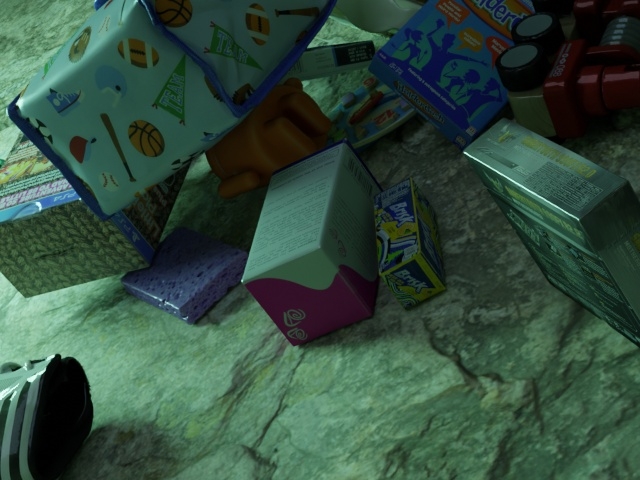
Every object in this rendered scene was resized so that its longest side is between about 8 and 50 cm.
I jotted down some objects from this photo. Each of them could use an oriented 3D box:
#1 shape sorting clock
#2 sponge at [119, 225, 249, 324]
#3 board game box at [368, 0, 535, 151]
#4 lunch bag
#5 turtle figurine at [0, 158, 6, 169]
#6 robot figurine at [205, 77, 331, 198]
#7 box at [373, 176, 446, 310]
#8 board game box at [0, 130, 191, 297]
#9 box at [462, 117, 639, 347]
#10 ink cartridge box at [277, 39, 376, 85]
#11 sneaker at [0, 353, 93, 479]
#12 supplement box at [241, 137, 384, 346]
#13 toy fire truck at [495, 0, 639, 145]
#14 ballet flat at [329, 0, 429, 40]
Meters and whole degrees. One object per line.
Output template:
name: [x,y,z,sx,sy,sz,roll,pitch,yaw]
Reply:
shape sorting clock: [0.081,-0.188,1.935,0.206,0.040,0.206,-27,28,16]
sponge: [-0.179,0.043,1.878,0.117,0.031,0.210,-43,26,-16]
board game box: [0.187,-0.236,1.760,0.210,0.160,0.047,-47,-6,-20]
lunch bag: [-0.168,-0.261,1.840,0.328,0.239,0.385,-28,15,43]
turtle figurine: [-0.464,-0.078,2.328,0.234,0.118,0.175,-53,-10,-34]
robot figurine: [-0.075,-0.139,1.928,0.128,0.158,0.219,-1,-6,-33]
box: [0.098,0.001,1.585,0.054,0.059,0.169,-29,27,17]
board game box: [-0.327,-0.089,2.024,0.232,0.141,0.291,-14,40,31]
box: [0.239,-0.003,1.288,0.056,0.183,0.231,-38,26,-5]
ink cartridge box: [-0.058,-0.251,2.085,0.206,0.045,0.208,-16,9,-33]
sneaker: [-0.410,0.204,1.791,0.257,0.169,0.447,-27,34,-2]
supplement box: [0.000,0.000,1.645,0.114,0.111,0.220,-24,29,23]
toy fire truck: [0.340,-0.226,1.593,0.246,0.158,0.217,-2,41,31]
ballet flat: [0.096,-0.348,2.010,0.182,0.164,0.483,-9,21,-20]
